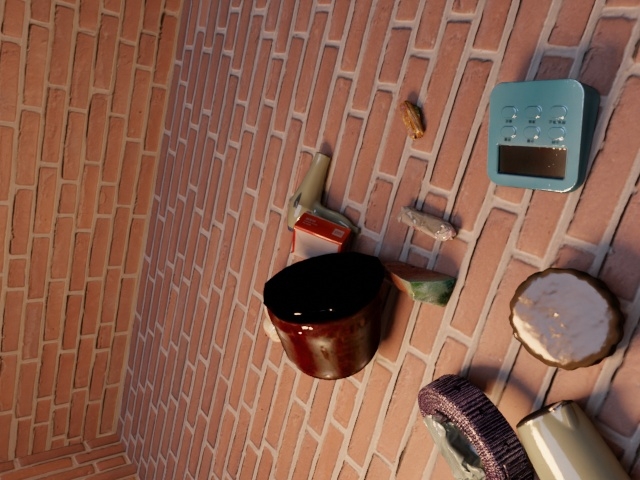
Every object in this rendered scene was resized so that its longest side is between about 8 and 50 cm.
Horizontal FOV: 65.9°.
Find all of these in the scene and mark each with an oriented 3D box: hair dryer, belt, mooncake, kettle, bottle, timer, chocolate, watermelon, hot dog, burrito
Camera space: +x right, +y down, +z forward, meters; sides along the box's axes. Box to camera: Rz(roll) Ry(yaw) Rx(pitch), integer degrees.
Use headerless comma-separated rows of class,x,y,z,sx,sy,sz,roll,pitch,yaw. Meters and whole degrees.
hair dryer,0.017,-0.165,1.732,0.298,0.119,0.296,1,87,32
belt,0.371,0.493,1.237,0.325,0.122,0.260,51,152,37
mooncake,0.548,0.170,1.095,0.228,0.124,0.228,0,90,43
kettle,0.542,0.498,1.081,0.240,0.165,0.255,100,148,-56
bottle,-0.151,0.275,1.867,0.147,0.147,0.237,37,124,42
timer,0.508,-0.244,1.168,0.231,0.091,0.250,14,104,47
chocolate,0.028,0.253,1.499,0.383,0.383,0.332,10,120,48
watermelon,0.252,0.114,1.435,0.241,0.154,0.095,31,113,60
hot dog,0.276,-0.361,1.469,0.056,0.041,0.133,-33,71,52
burrito,0.303,-0.048,1.418,0.203,0.064,0.064,30,112,46

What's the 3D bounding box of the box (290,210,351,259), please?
box,0.000,0.000,1.657,0.182,0.099,0.133,20,132,15
